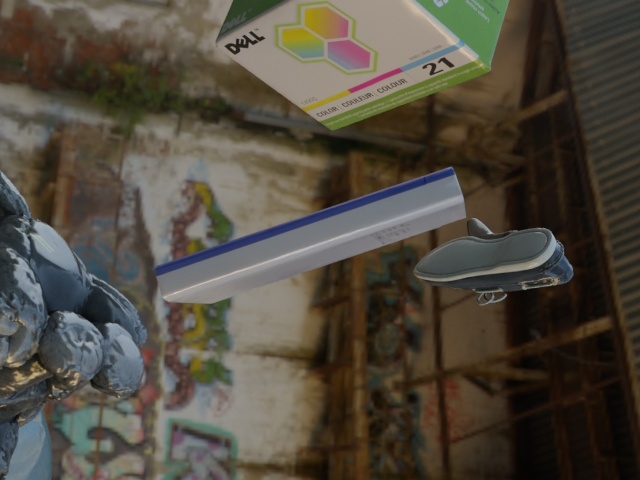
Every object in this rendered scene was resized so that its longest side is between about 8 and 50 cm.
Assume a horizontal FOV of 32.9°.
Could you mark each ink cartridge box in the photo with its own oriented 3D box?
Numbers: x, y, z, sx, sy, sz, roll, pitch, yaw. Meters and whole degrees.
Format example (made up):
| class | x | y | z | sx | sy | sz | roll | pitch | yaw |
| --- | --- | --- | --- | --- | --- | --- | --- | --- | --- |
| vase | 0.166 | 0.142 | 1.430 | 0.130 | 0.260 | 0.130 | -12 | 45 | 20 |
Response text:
| class | x | y | z | sx | sy | sz | roll | pitch | yaw |
| --- | --- | --- | --- | --- | --- | --- | --- | --- | --- |
| ink cartridge box | -0.015 | -0.206 | 0.797 | 0.189 | 0.255 | 0.097 | -15 | -130 | 51 |

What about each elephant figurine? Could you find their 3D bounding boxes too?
| class | x | y | z | sx | sy | sz | roll | pitch | yaw |
| --- | --- | --- | --- | --- | --- | --- | --- | --- | --- |
| elephant figurine | -0.253 | 0.111 | 0.773 | 0.239 | 0.169 | 0.186 | -44 | -157 | 16 |

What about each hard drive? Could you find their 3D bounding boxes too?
| class | x | y | z | sx | sy | sz | roll | pitch | yaw |
| --- | --- | --- | --- | --- | --- | --- | --- | --- | --- |
| hard drive | 0.000 | 0.000 | 1.185 | 0.210 | 0.319 | 0.040 | 25 | 47 | -81 |

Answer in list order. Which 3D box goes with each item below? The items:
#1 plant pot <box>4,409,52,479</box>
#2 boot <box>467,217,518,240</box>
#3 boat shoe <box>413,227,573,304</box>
| class | x | y | z | sx | sy | sz | roll | pitch | yaw |
| --- | --- | --- | --- | --- | --- | --- | --- | --- | --- |
| plant pot | -0.434 | 0.287 | 1.191 | 0.247 | 0.247 | 0.252 | -73 | 155 | -48 |
| boot | 0.284 | 0.004 | 1.704 | 0.118 | 0.042 | 0.087 | 58 | -29 | 7 |
| boat shoe | 0.245 | 0.040 | 1.557 | 0.255 | 0.079 | 0.095 | -14 | -144 | 44 |
